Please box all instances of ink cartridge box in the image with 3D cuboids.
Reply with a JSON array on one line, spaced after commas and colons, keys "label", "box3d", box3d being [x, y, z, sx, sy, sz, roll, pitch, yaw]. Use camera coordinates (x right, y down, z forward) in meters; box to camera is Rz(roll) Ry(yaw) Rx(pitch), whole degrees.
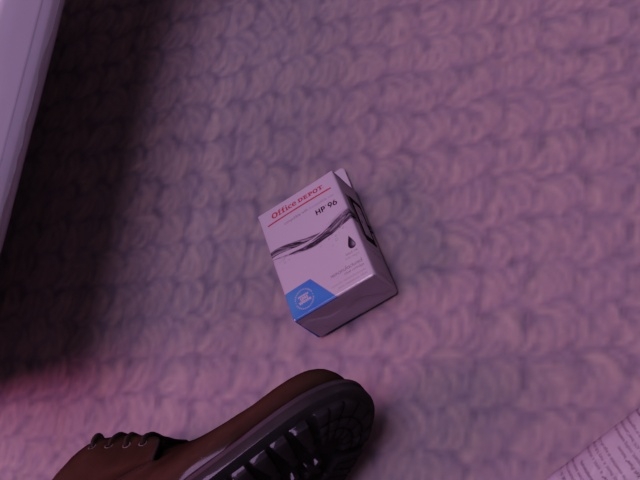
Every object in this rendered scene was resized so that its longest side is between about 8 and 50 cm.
[{"label": "ink cartridge box", "box3d": [0.000, 0.000, 0.534, 0.048, 0.028, 0.083, -31, 56, 15]}]

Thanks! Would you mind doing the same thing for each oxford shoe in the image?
[{"label": "oxford shoe", "box3d": [-0.078, 0.118, 0.495, 0.227, 0.083, 0.096, -35, 51, 11]}]

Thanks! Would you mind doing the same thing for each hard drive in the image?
[{"label": "hard drive", "box3d": [-0.204, -0.063, 0.619, 0.203, 0.040, 0.307, -27, 51, 58]}]

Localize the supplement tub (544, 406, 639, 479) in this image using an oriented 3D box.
[{"label": "supplement tub", "box3d": [0.134, 0.093, 0.386, 0.107, 0.071, 0.071, -39, 54, 10]}]
